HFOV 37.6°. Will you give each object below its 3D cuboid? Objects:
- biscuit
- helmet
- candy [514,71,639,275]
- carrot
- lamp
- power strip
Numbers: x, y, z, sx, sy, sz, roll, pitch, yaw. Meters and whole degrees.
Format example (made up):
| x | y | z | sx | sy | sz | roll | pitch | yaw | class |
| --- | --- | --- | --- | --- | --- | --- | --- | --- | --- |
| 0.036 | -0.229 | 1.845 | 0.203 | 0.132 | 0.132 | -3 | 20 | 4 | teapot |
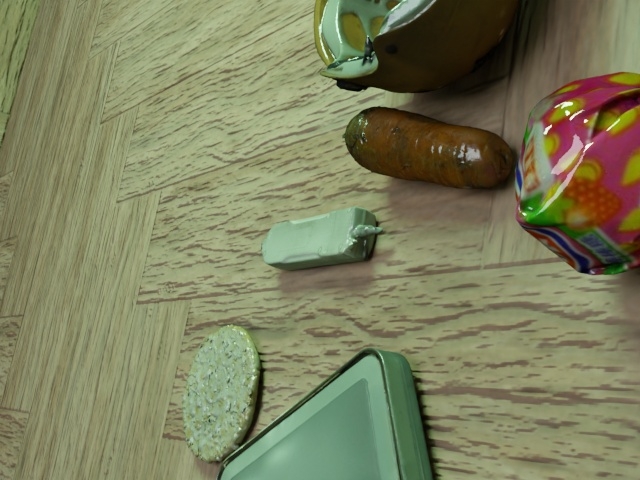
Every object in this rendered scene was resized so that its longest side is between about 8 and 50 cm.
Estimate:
| x | y | z | sx | sy | sz | roll | pitch | yaw | class |
| --- | --- | --- | --- | --- | --- | --- | --- | --- | --- |
| -0.106 | 0.161 | 0.998 | 0.152 | 0.020 | 0.152 | -30 | 51 | 45 | biscuit |
| 0.089 | -0.208 | 0.789 | 0.198 | 0.130 | 0.224 | -71 | 20 | -1 | helmet |
| 0.262 | -0.111 | 0.519 | 0.365 | 0.124 | 0.124 | -41 | 42 | 27 | candy |
| 0.088 | -0.075 | 0.790 | 0.186 | 0.060 | 0.060 | 23 | 93 | 51 | carrot |
| -0.002 | 0.256 | 0.763 | 0.269 | 0.047 | 0.267 | -43 | 42 | 37 | lamp |
| 0.000 | 0.000 | 0.908 | 0.191 | 0.030 | 0.048 | -10 | 65 | 55 | power strip |
